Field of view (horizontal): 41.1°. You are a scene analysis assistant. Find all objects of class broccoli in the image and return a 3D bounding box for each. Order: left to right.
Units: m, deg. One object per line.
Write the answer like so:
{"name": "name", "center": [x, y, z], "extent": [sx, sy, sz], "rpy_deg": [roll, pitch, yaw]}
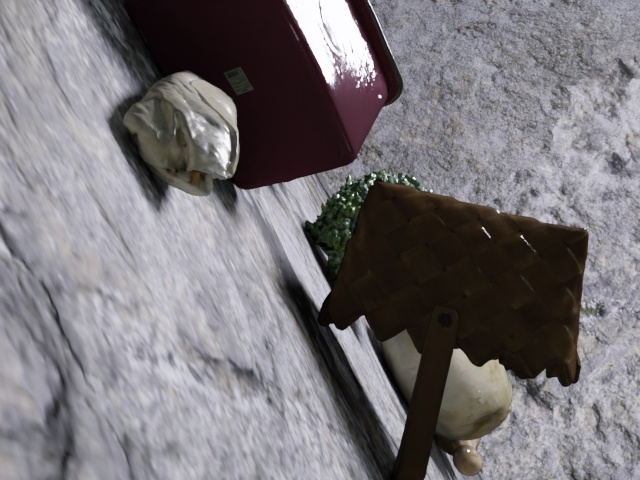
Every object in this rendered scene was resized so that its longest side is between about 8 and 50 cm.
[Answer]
{"name": "broccoli", "center": [0.105, 0.026, 1.462], "extent": [0.248, 0.288, 0.245], "rpy_deg": [22, -32, 24]}

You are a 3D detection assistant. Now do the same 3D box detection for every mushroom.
{"name": "mushroom", "center": [0.235, 0.187, 1.588], "extent": [0.315, 0.315, 0.356], "rpy_deg": [56, 41, -51]}

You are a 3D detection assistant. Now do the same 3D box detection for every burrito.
{"name": "burrito", "center": [-0.102, -0.096, 0.685], "extent": [0.082, 0.059, 0.275], "rpy_deg": [45, 8, -13]}

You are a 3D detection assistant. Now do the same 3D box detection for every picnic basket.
{"name": "picnic basket", "center": [0.144, 0.108, 0.975], "extent": [0.254, 0.291, 0.321], "rpy_deg": [44, 61, -81]}

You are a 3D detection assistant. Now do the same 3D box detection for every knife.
{"name": "knife", "center": [0.000, 0.000, 1.564], "extent": [0.030, 0.014, 0.207], "rpy_deg": [63, 3, 25]}

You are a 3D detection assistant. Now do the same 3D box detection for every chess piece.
{"name": "chess piece", "center": [0.271, 0.369, 1.760], "extent": [0.307, 0.124, 0.138], "rpy_deg": [-104, -163, -61]}

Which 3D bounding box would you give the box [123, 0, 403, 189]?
{"name": "box", "center": [-0.058, -0.203, 0.888], "extent": [0.294, 0.193, 0.167], "rpy_deg": [60, 35, -30]}

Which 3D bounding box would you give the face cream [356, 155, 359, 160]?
{"name": "face cream", "center": [-0.056, -0.331, 1.299], "extent": [0.420, 0.137, 0.235], "rpy_deg": [65, 6, 21]}
